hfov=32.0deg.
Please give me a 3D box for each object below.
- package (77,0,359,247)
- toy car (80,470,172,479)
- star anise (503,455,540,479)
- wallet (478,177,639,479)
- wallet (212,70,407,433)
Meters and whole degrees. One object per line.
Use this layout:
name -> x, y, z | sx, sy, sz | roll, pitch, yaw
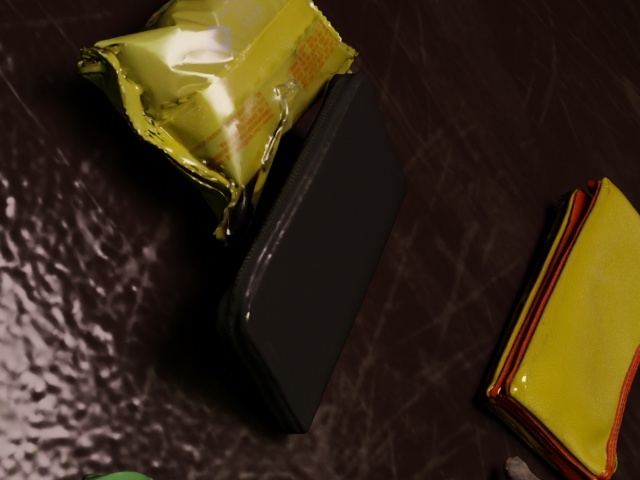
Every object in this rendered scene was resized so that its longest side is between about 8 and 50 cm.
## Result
package -> -0.062, -0.121, 0.790 | 0.168, 0.090, 0.226 | 50, 49, -17
toy car -> -0.139, 0.220, 0.493 | 0.359, 0.176, 0.213 | -2, 76, -63
star anise -> 0.155, 0.284, 0.826 | 0.172, 0.063, 0.208 | -33, 95, -40
wallet -> 0.227, 0.079, 0.967 | 0.141, 0.067, 0.241 | 45, 56, -22
wallet -> 0.000, 0.000, 0.788 | 0.250, 0.044, 0.149 | -66, 150, -32
